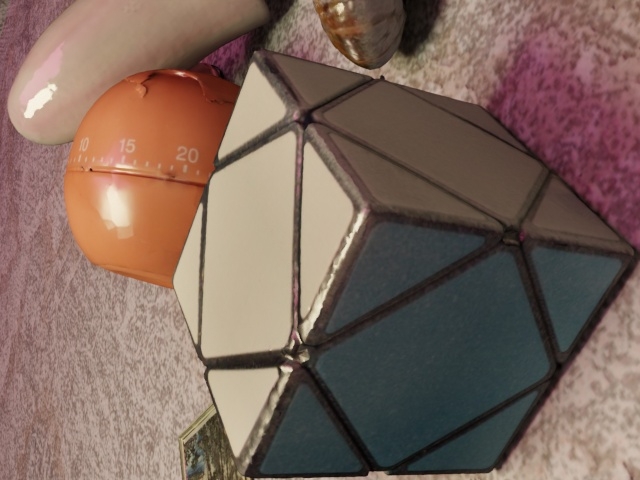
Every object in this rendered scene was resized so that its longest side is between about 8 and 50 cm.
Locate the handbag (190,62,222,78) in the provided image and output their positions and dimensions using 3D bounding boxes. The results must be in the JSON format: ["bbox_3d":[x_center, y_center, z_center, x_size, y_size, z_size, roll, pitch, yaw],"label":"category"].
[{"bbox_3d":[-0.201,-0.157,1.161,0.179,0.116,0.205,-59,38,36],"label":"handbag"}]

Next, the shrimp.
[{"bbox_3d":[0.028,-0.315,0.790,0.116,0.145,0.343,-14,74,32],"label":"shrimp"}]

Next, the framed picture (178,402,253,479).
[{"bbox_3d":[-0.127,0.261,1.032,0.183,0.011,0.142,-47,45,45],"label":"framed picture"}]

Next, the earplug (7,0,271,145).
[{"bbox_3d":[-0.223,-0.219,0.999,0.301,0.172,0.172,-42,36,-2],"label":"earplug"}]

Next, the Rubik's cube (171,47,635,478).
[{"bbox_3d":[0.039,0.018,0.604,0.205,0.205,0.207,-66,32,26],"label":"Rubik's cube"}]

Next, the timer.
[{"bbox_3d":[-0.148,-0.061,0.924,0.229,0.229,0.215,-1,73,60],"label":"timer"}]
